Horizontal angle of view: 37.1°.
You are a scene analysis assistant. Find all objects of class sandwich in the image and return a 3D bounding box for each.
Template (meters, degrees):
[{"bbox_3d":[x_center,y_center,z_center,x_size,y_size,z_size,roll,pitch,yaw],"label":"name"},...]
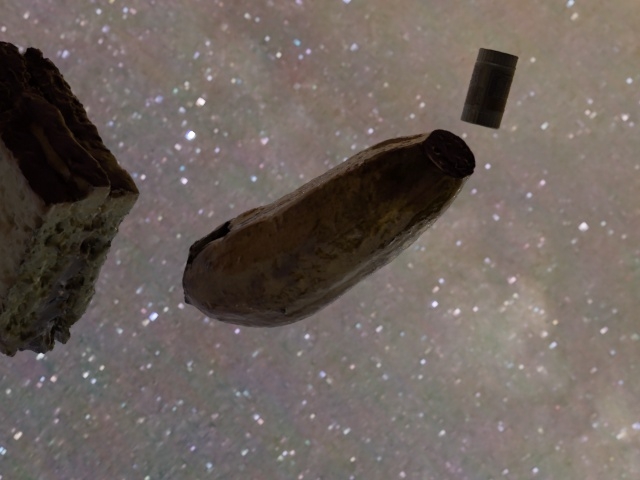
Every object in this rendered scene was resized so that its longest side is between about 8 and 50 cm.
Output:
[{"bbox_3d":[-0.351,-0.017,1.059,0.131,0.325,0.262,-4,-134,-47],"label":"sandwich"}]

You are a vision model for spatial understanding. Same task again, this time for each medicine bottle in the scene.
[{"bbox_3d":[0.187,-0.168,1.058,0.047,0.083,0.047,13,-170,-2],"label":"medicine bottle"}]

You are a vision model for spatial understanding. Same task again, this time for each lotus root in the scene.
[{"bbox_3d":[0.000,0.000,0.722,0.097,0.258,0.110,58,-152,-7],"label":"lotus root"}]
